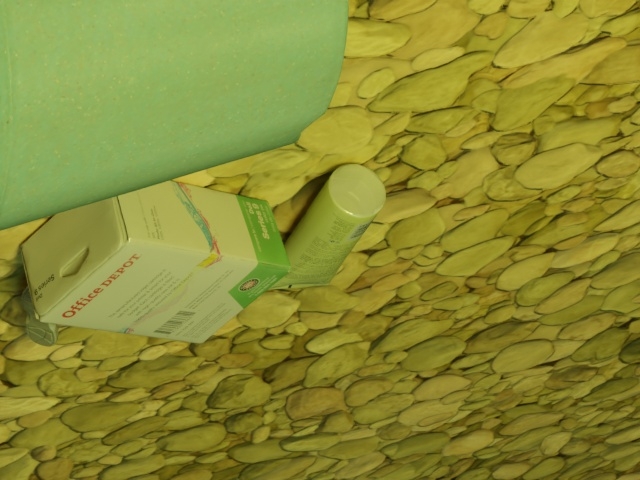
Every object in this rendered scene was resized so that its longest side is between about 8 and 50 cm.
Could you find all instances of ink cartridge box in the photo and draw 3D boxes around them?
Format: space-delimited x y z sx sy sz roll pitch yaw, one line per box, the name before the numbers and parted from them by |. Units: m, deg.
ink cartridge box | -0.162 0.019 1.731 0.212 0.093 0.154 9 142 -44

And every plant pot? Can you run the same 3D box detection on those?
plant pot | -0.183 -0.158 1.152 0.334 0.341 0.341 -12 154 -28

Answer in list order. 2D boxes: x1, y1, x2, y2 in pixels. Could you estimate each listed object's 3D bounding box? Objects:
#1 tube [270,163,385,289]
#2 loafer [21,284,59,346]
tube | 0.000 0.000 1.843 0.070 0.062 0.240 33 148 0
loafer | -0.282 0.063 1.812 0.045 0.039 0.125 19 145 1
